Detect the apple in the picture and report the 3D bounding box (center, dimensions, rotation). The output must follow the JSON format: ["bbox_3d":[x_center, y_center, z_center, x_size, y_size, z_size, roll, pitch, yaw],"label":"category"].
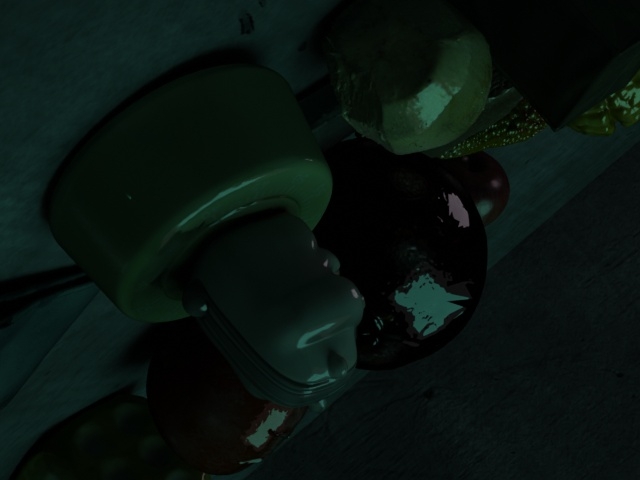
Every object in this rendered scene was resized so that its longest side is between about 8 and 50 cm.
[{"bbox_3d":[0.231,-0.083,2.419,0.153,0.153,0.120,-26,144,-45],"label":"apple"}]

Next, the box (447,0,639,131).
[{"bbox_3d":[0.264,-0.272,1.672,0.155,0.231,0.149,-31,165,-35],"label":"box"}]

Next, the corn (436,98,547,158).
[{"bbox_3d":[0.253,-0.182,2.281,0.319,0.097,0.097,-19,157,-52],"label":"corn"}]

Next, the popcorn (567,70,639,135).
[{"bbox_3d":[0.422,-0.276,2.226,0.200,0.226,0.203,-21,-160,6],"label":"popcorn"}]

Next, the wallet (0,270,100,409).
[{"bbox_3d":[-0.374,0.132,1.692,0.251,0.054,0.290,-44,168,26],"label":"wallet"}]

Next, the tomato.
[{"bbox_3d":[-0.137,0.210,2.213,0.265,0.265,0.265,-37,167,-10],"label":"tomato"}]

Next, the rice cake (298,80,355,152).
[{"bbox_3d":[0.026,-0.161,1.770,0.336,0.063,0.066,-32,154,-24],"label":"rice cake"}]

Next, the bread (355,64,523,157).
[{"bbox_3d":[0.188,-0.193,2.030,0.337,0.102,0.183,-32,164,-19],"label":"bread"}]

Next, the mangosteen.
[{"bbox_3d":[0.072,0.009,1.838,0.293,0.297,0.297,-42,172,-39],"label":"mangosteen"}]

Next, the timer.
[{"bbox_3d":[-0.072,0.028,1.498,0.290,0.315,0.291,-31,159,-13],"label":"timer"}]

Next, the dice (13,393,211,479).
[{"bbox_3d":[-0.323,0.400,2.347,0.226,0.238,0.233,-27,164,-41],"label":"dice"}]

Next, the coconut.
[{"bbox_3d":[0.100,-0.185,1.646,0.194,0.194,0.194,-37,167,-10],"label":"coconut"}]
